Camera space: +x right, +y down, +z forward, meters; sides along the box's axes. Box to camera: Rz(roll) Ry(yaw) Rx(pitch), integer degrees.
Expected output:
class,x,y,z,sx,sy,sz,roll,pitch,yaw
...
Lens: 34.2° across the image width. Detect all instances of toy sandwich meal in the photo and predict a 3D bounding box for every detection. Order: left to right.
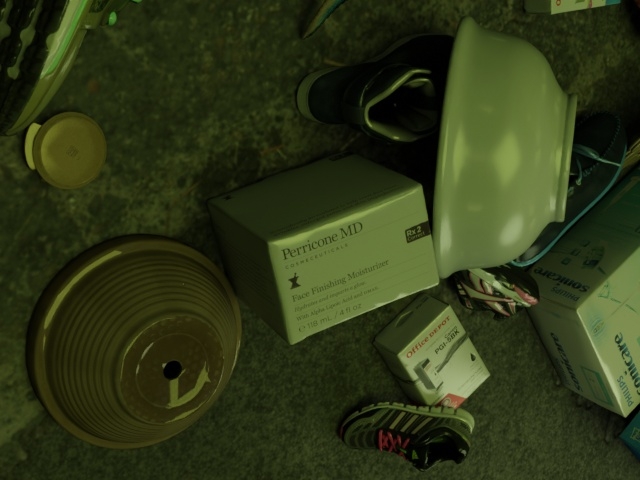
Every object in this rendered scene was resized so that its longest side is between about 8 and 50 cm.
class,x,y,z,sx,sy,sz,roll,pitch,yaw
toy sandwich meal,-0.254,-0.089,1.030,0.085,0.029,0.086,-10,108,-35

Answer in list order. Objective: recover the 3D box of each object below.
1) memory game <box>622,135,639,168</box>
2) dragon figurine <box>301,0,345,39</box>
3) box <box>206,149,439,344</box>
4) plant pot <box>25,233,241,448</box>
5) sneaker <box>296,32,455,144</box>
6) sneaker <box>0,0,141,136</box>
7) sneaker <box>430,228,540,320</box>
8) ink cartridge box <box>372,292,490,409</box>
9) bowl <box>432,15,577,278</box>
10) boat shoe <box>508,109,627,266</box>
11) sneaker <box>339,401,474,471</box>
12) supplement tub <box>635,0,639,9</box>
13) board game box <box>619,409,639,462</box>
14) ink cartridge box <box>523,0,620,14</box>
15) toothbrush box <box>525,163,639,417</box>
class,x,y,z,sx,sy,sz,roll,pitch,yaw
memory game,0.473,-0.158,1.404,0.186,0.186,0.012,-32,75,-22
dragon figurine,0.099,-0.325,1.152,0.144,0.085,0.289,28,86,-34
box,0.000,0.000,1.112,0.180,0.182,0.119,-21,114,-19
plant pot,-0.177,0.119,1.088,0.237,0.109,0.237,-9,109,-29
sneaker,0.109,-0.172,1.156,0.226,0.163,0.086,-25,114,-26
sneaker,-0.182,-0.269,0.969,0.182,0.158,0.410,25,94,-52
sneaker,0.197,0.052,1.331,0.178,0.072,0.077,34,118,-20
ink cartridge box,0.143,0.151,1.329,0.099,0.056,0.135,-42,122,-15
bowl,0.211,-0.096,1.157,0.298,0.134,0.298,7,90,-77
boat shoe,0.308,-0.080,1.322,0.258,0.109,0.089,-53,131,-23
sneaker,0.109,0.247,1.290,0.170,0.075,0.063,0,125,0
supplement tub,0.513,-0.294,1.404,0.190,0.117,0.117,32,85,-34
board game box,0.595,0.233,1.538,0.302,0.086,0.308,-51,145,-3
ink cartridge box,0.317,-0.335,1.308,0.122,0.052,0.089,-15,111,-27
toothbrush box,0.442,0.060,1.453,0.295,0.126,0.216,-39,122,-16
